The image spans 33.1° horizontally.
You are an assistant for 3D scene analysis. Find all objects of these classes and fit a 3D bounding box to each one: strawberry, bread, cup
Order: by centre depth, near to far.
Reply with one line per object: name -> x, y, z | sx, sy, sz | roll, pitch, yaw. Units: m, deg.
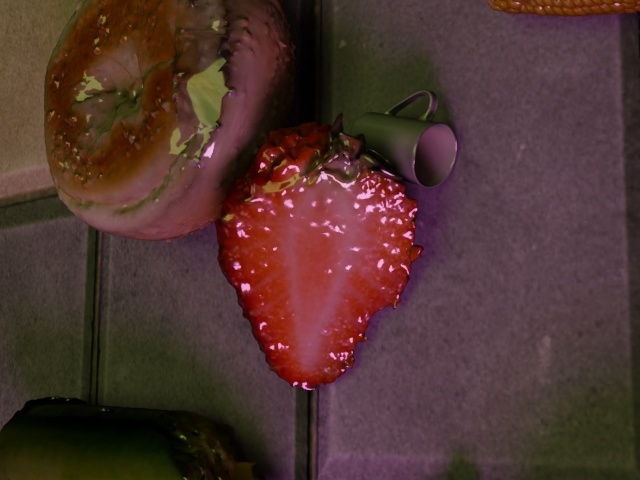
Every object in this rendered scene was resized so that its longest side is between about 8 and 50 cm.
cup -> 0.067, -0.088, 0.912 | 0.083, 0.054, 0.075 | 21, 125, 45
strawberry -> -0.006, -0.003, 0.938 | 0.236, 0.175, 0.107 | -54, 12, 29
bread -> -0.140, -0.138, 1.044 | 0.305, 0.158, 0.306 | -13, 71, 42

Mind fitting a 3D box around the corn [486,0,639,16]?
corn -> 0.222, -0.209, 0.772 | 0.261, 0.097, 0.097 | 5, 86, 46

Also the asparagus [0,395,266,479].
asparagus -> -0.170, 0.218, 1.045 | 0.382, 0.108, 0.128 | -5, 37, 40
